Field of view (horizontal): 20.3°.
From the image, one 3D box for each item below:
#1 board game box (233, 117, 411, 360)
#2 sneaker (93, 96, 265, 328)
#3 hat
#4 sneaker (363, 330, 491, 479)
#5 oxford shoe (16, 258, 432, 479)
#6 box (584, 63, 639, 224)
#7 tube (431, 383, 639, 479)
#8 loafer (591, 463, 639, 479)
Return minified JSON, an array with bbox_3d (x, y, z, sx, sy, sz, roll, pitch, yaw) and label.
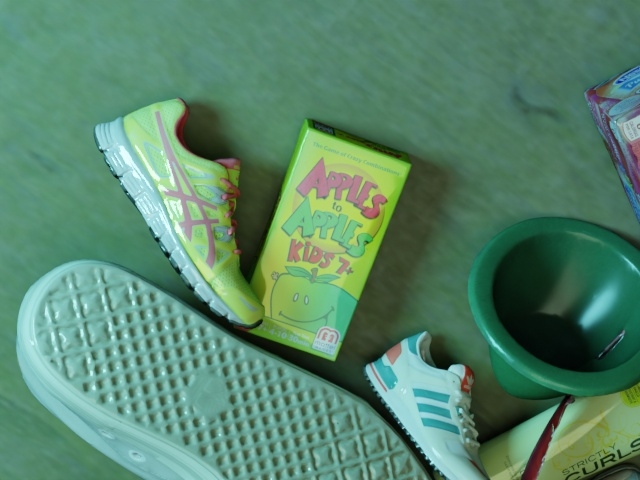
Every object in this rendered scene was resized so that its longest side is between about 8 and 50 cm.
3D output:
[{"bbox_3d":[0.000,0.000,1.493,0.092,0.043,0.181,19,104,-7],"label":"board game box"},{"bbox_3d":[-0.095,-0.025,1.452,0.094,0.081,0.208,-32,91,-4],"label":"sneaker"},{"bbox_3d":[0.181,0.110,1.520,0.173,0.208,0.183,38,143,16],"label":"hat"},{"bbox_3d":[0.107,0.143,1.498,0.075,0.057,0.161,-40,60,2],"label":"sneaker"},{"bbox_3d":[-0.067,0.174,1.496,0.449,0.130,0.169,37,67,-12],"label":"oxford shoe"},{"bbox_3d":[0.326,-0.025,1.456,0.122,0.128,0.257,-25,105,3],"label":"box"},{"bbox_3d":[0.215,0.173,1.546,0.240,0.062,0.070,-25,150,1],"label":"tube"},{"bbox_3d":[0.231,0.240,1.573,0.125,0.039,0.045,-33,105,6],"label":"loafer"}]
